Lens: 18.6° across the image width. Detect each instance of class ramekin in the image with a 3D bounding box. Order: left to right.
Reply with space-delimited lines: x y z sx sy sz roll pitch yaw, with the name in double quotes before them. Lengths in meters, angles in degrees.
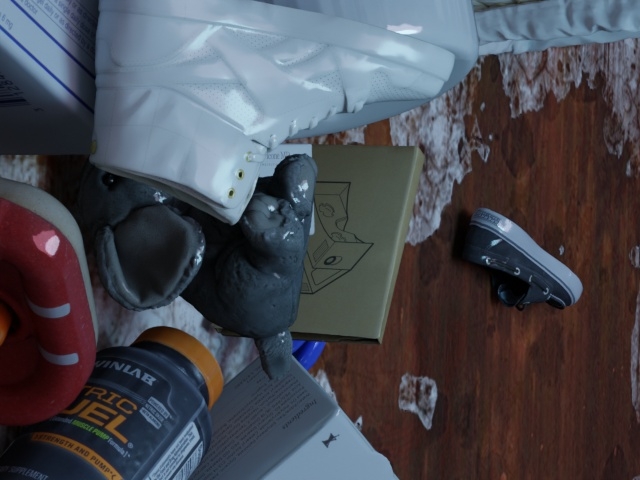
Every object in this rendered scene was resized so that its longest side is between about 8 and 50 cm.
"ramekin" 0.004 -0.187 1.697 0.277 0.277 0.135 7 66 -57

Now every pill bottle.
"pill bottle" -0.174 0.174 1.586 0.245 0.130 0.130 -52 131 -44

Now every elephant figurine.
"elephant figurine" -0.129 -0.016 1.627 0.169 0.240 0.186 97 1 -61

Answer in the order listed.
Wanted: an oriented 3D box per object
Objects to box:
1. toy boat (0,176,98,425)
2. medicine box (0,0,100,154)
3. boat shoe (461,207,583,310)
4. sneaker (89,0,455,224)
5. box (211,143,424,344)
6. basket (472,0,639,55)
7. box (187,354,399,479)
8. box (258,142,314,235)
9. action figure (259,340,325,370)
"toy boat" -0.251 0.064 1.411 0.231 0.151 0.151 87 22 -52
"medicine box" -0.233 -0.250 1.473 0.263 0.149 0.289 44 54 -48
"boat shoe" 0.229 0.041 2.261 0.228 0.080 0.076 40 75 -53
"sneaker" -0.040 -0.093 1.487 0.293 0.108 0.169 7 91 -25
"box" 0.000 0.000 1.811 0.021 0.164 0.201 56 42 -53
"basket" 0.269 -0.339 2.084 0.328 0.331 0.266 -10 97 -57
"box" -0.037 0.223 1.736 0.182 0.119 0.181 -41 133 -4
"box" -0.073 -0.044 1.764 0.101 0.102 0.087 -4 92 -56
"action figure" -0.034 0.066 1.854 0.280 0.139 0.091 -51 137 -13
